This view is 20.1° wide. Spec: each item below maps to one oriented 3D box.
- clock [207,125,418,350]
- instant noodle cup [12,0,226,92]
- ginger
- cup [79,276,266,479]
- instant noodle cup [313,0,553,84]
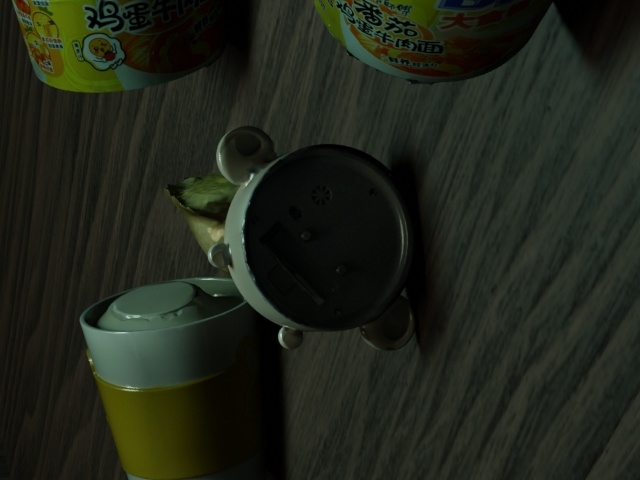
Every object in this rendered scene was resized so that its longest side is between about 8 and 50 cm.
[{"bbox_3d":[0.000,0.000,1.463,0.229,0.155,0.063,51,162,-9],"label":"clock"},{"bbox_3d":[-0.210,-0.278,1.829,0.264,0.264,0.200,-132,32,-58],"label":"instant noodle cup"},{"bbox_3d":[-0.079,-0.015,1.770,0.193,0.115,0.123,-127,17,-74],"label":"ginger"},{"bbox_3d":[-0.138,0.152,1.925,0.241,0.185,0.226,-49,-48,-70],"label":"cup"},{"bbox_3d":[0.081,-0.203,1.140,0.153,0.205,0.205,98,157,-64],"label":"instant noodle cup"}]
